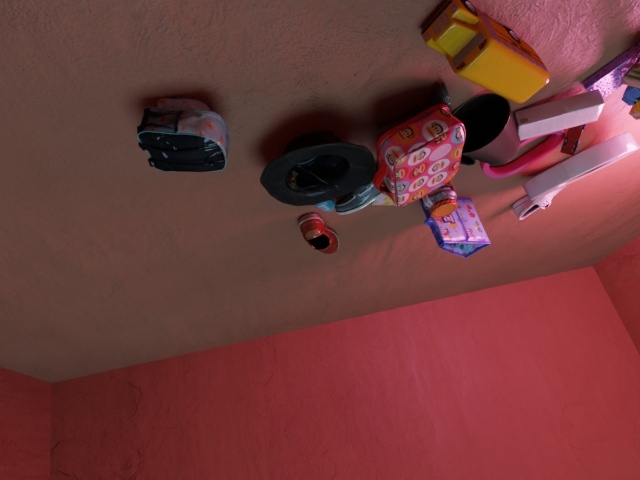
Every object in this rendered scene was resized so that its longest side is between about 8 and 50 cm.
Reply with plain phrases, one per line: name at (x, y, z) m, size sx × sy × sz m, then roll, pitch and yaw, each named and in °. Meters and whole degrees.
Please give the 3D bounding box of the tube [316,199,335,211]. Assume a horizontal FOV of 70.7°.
tube at (-0.025, -0.156, 1.532) m, size 0.080 × 0.052 × 0.207 m, roll -35°, pitch 145°, yaw 19°

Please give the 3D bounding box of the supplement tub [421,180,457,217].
supplement tub at (0.389, -0.180, 1.532) m, size 0.117 × 0.190 × 0.117 m, roll -12°, pitch 155°, yaw -5°

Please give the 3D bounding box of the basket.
basket at (0.510, -0.318, 1.368) m, size 0.204 × 0.154 × 0.227 m, roll -36°, pitch 152°, yaw 30°

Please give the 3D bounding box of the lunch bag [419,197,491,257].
lunch bag at (0.511, -0.063, 1.813) m, size 0.293 × 0.221 × 0.138 m, roll 6°, pitch 148°, yaw -38°

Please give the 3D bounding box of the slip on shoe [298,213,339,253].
slip on shoe at (0.000, 0.000, 1.811) m, size 0.123 × 0.101 × 0.331 m, roll -20°, pitch 156°, yaw 8°

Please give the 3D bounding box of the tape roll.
tape roll at (0.953, -0.268, 1.671) m, size 0.392 × 0.072 × 0.392 m, roll -24°, pitch 171°, yaw -4°

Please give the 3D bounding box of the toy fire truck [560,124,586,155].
toy fire truck at (0.863, -0.363, 1.530) m, size 0.047 × 0.135 × 0.192 m, roll 21°, pitch 144°, yaw 25°

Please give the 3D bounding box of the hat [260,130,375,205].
hat at (-0.011, -0.228, 1.289) m, size 0.331 × 0.134 × 0.331 m, roll -5°, pitch 156°, yaw -2°

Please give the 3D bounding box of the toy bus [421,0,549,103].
toy bus at (0.393, -0.437, 1.062) m, size 0.332 × 0.130 × 0.108 m, roll 5°, pitch 149°, yaw -37°

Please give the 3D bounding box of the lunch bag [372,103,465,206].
lunch bag at (0.259, -0.214, 1.254) m, size 0.258 × 0.120 × 0.293 m, roll -30°, pitch 155°, yaw -4°

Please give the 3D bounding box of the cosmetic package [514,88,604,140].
cosmetic package at (0.734, -0.388, 1.406) m, size 0.239 × 0.060 × 0.099 m, roll -13°, pitch 157°, yaw 15°

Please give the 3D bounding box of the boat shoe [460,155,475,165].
boat shoe at (0.404, -0.290, 1.430) m, size 0.258 × 0.089 × 0.109 m, roll -2°, pitch 153°, yaw -25°

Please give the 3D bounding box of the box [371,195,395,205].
box at (0.282, -0.173, 1.670) m, size 0.179 × 0.043 × 0.105 m, roll 1°, pitch 151°, yaw -26°

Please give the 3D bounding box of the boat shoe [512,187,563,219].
boat shoe at (0.976, -0.179, 1.990) m, size 0.095 × 0.084 × 0.258 m, roll 3°, pitch 150°, yaw -34°

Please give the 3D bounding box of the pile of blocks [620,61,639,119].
pile of blocks at (0.959, -0.472, 1.292) m, size 0.113 × 0.149 × 0.362 m, roll -63°, pitch 158°, yaw 1°

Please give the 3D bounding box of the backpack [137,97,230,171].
backpack at (-0.306, -0.241, 1.060) m, size 0.188 × 0.144 × 0.166 m, roll 9°, pitch 153°, yaw 4°

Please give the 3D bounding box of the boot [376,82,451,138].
boot at (0.259, -0.344, 1.275) m, size 0.208 × 0.076 × 0.190 m, roll -11°, pitch 154°, yaw 9°

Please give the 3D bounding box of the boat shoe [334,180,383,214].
boat shoe at (0.163, -0.190, 1.540) m, size 0.319 × 0.116 × 0.099 m, roll -25°, pitch 114°, yaw 35°

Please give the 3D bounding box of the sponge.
sponge at (0.892, -0.504, 1.317) m, size 0.117 × 0.031 × 0.210 m, roll 7°, pitch 147°, yaw -39°

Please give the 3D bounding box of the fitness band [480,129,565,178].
fitness band at (0.711, -0.314, 1.594) m, size 0.209 × 0.054 × 0.291 m, roll 7°, pitch 148°, yaw -40°
